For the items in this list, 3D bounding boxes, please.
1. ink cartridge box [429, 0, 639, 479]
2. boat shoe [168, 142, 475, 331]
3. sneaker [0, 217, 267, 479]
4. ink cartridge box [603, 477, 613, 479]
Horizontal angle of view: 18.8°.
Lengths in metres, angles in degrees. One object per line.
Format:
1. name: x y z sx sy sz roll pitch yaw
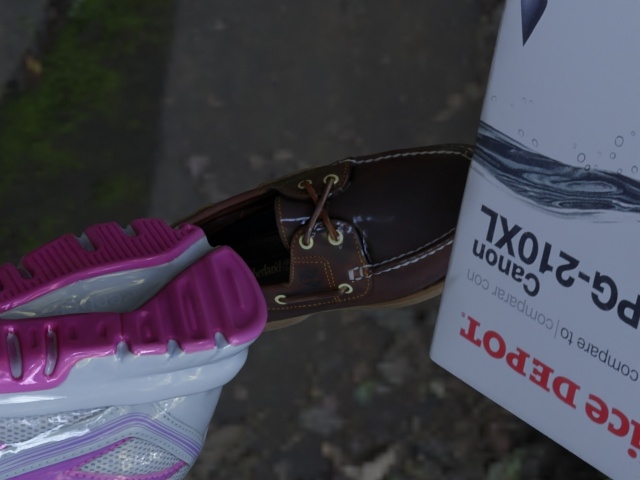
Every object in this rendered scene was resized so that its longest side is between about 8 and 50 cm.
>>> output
1. ink cartridge box: 0.149 -0.028 0.708 0.100 0.172 0.237 -10 121 -40
2. boat shoe: 0.000 0.000 0.954 0.073 0.207 0.073 25 52 -46
3. sneaker: -0.147 0.066 0.714 0.252 0.103 0.111 -2 125 -13
4. ink cartridge box: 0.215 0.276 0.936 0.175 0.069 0.371 -22 107 -8
